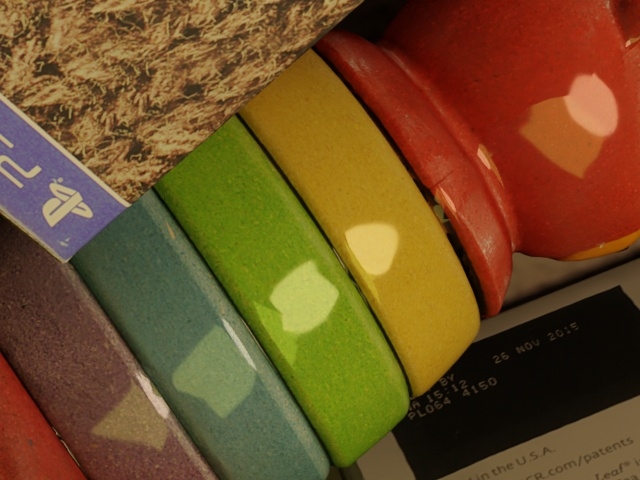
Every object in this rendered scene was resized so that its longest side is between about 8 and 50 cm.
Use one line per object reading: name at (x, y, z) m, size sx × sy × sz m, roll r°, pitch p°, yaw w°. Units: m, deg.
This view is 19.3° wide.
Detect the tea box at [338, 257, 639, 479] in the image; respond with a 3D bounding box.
tea box at (0.212, 0.177, 0.792) m, size 0.329 × 0.220 × 0.323 m, roll -22°, pitch 126°, yaw -4°

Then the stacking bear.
stacking bear at (0.000, 0.000, 0.655) m, size 0.289 × 0.175 × 0.164 m, roll -34°, pitch 94°, yaw -7°

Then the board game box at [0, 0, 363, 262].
board game box at (-0.055, -0.183, 0.523) m, size 0.291 × 0.141 × 0.232 m, roll -41°, pitch 124°, yaw 10°
